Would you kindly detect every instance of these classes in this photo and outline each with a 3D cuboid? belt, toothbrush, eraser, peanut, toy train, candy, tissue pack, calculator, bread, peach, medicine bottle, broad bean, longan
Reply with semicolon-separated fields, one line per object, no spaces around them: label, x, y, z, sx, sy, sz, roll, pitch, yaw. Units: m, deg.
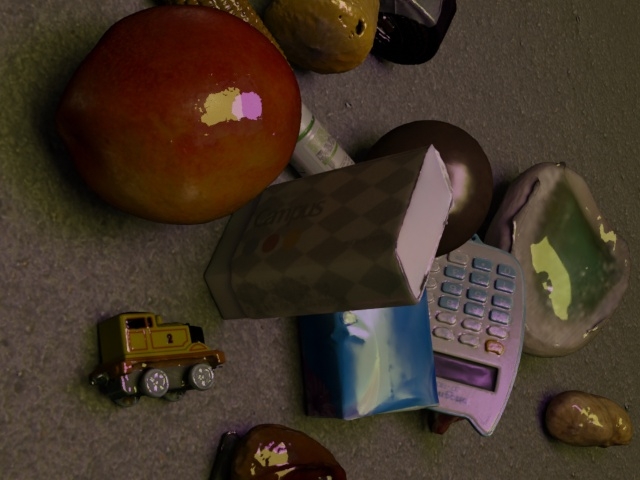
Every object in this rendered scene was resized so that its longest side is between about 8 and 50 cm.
belt;0.117;-0.450;1.671;0.289;0.184;0.164;40;62;-28
toothbrush;-0.172;0.423;1.336;0.030;0.031;0.297;32;60;-28
eraser;0.000;0.000;1.317;0.082;0.397;0.213;42;57;-33
peanut;0.616;0.415;2.063;0.253;0.137;0.122;15;115;-42
toy train;-0.230;0.164;1.280;0.219;0.089;0.127;1;72;-44
candy;0.484;0.060;1.949;0.386;0.186;0.427;53;52;-14
tissue pack;0.078;0.158;1.526;0.198;0.146;0.263;-3;84;-29
calculator;0.255;0.161;1.702;0.256;0.054;0.386;15;70;-1
bread;0.005;-0.382;1.543;0.197;0.197;0.170;42;49;-33
peach;-0.194;-0.171;1.242;0.333;0.308;0.307;-12;92;-29
medicine bottle;-0.010;-0.149;1.555;0.183;0.086;0.086;48;53;-29
broad bean;-0.052;0.374;1.401;0.228;0.122;0.156;37;74;-30
longan;0.189;-0.091;1.630;0.258;0.258;0.257;10;77;-44

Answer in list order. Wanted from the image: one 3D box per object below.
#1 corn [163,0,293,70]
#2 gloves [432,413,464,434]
corn;-0.159;-0.344;1.419;0.363;0.120;0.120;56;49;-19
gloves;0.279;0.267;1.758;0.145;0.126;0.241;48;46;-33
